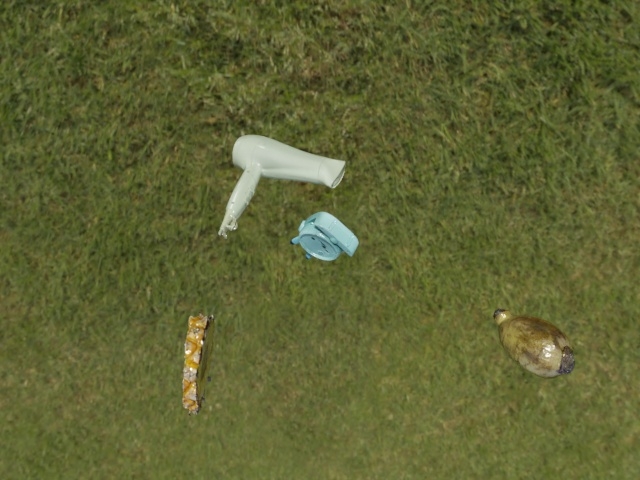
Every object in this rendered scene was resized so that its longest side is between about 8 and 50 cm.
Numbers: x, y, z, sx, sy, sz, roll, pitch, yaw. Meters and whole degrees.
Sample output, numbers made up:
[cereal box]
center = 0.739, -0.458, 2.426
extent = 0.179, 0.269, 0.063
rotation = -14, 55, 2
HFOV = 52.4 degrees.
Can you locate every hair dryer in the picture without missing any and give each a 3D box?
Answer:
[hair dryer]
center = -0.093, -0.082, 1.119
extent = 0.206, 0.237, 0.075
rotation = 17, 142, 21

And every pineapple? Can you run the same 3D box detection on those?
[pineapple]
center = -0.247, 0.246, 1.306
extent = 0.047, 0.221, 0.221
rotation = 5, 133, -2

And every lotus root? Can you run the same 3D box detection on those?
[lotus root]
center = 0.491, 0.235, 1.512
extent = 0.138, 0.214, 0.138
rotation = -23, 133, -26

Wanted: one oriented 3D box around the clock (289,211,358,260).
[clock]
center = 0.000, -0.001, 1.328
extent = 0.108, 0.045, 0.147
rotation = 42, 148, -19
